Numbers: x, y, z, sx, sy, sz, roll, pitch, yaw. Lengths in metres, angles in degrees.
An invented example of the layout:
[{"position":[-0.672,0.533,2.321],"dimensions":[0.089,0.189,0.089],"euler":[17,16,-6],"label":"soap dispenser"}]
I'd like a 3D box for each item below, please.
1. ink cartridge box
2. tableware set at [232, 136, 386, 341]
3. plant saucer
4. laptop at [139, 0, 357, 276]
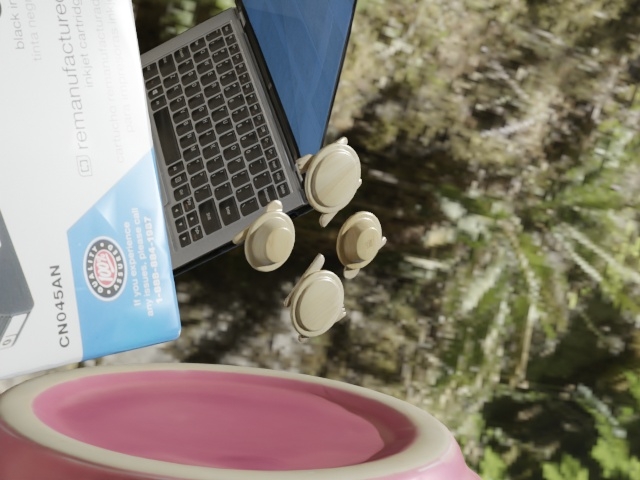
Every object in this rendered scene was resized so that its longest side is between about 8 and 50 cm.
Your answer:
[{"position":[-0.311,-0.033,0.897],"dimensions":[0.166,0.395,0.285],"euler":[-6,-87,45],"label":"ink cartridge box"},{"position":[0.000,0.000,1.201],"dimensions":[0.020,0.168,0.141],"euler":[21,-121,44],"label":"tableware set"},{"position":[-0.055,0.133,0.733],"dimensions":[0.332,0.332,0.084],"euler":[16,-78,57],"label":"plant saucer"},{"position":[-0.143,-0.203,1.451],"dimensions":[0.408,0.236,0.382],"euler":[-26,-136,6],"label":"laptop"}]
